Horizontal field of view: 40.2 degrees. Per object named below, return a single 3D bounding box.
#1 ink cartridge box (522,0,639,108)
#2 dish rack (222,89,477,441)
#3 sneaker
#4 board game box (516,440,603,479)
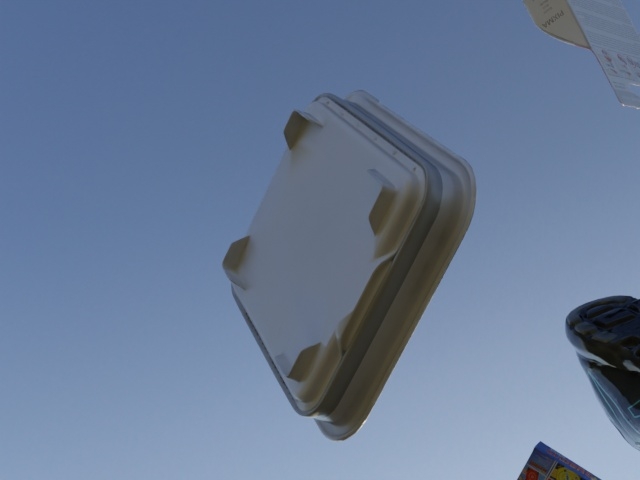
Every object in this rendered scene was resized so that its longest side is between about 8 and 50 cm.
[{"bbox_3d":[0.340,-0.244,1.076,0.056,0.181,0.224,-33,-110,40],"label":"ink cartridge box"},{"bbox_3d":[0.000,0.000,0.859,0.072,0.333,0.285,20,-75,-28],"label":"dish rack"},{"bbox_3d":[0.297,0.131,0.707,0.101,0.267,0.106,-18,-71,-7],"label":"sneaker"},{"bbox_3d":[0.392,0.422,1.343,0.201,0.035,0.136,31,-71,23],"label":"board game box"}]
